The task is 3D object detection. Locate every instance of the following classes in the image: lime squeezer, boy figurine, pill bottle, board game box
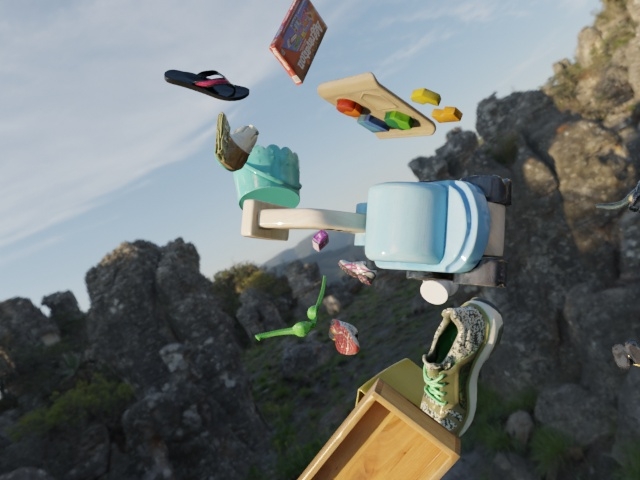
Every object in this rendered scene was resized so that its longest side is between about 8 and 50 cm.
[{"bbox_3d":[-0.052,0.238,1.674,0.110,0.058,0.310,25,55,41],"label":"lime squeezer"},{"bbox_3d":[1.076,0.355,1.697,0.285,0.092,0.177,-1,-27,-27],"label":"boy figurine"},{"bbox_3d":[0.377,0.107,1.623,0.112,0.112,0.186,-28,13,42],"label":"pill bottle"},{"bbox_3d":[-0.061,-0.620,1.619,0.027,0.145,0.281,-8,50,36],"label":"board game box"}]

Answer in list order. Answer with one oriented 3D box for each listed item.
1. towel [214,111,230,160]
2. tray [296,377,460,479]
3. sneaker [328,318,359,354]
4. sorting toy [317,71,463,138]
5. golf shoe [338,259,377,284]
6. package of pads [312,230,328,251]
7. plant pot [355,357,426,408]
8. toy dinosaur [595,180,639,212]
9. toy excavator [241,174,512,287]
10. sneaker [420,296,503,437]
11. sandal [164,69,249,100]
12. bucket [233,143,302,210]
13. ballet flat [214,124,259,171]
[{"bbox_3d":[-0.249,-0.259,1.356,0.027,0.110,0.148,5,-2,-7],"label":"towel"},{"bbox_3d":[0.082,0.506,1.111,0.411,0.203,0.076,-56,-6,18],"label":"tray"},{"bbox_3d":[0.100,0.334,1.862,0.093,0.088,0.225,11,10,-14],"label":"sneaker"},{"bbox_3d":[0.154,-0.297,1.209,0.307,0.229,0.041,11,75,54],"label":"sorting toy"},{"bbox_3d":[0.168,0.126,2.375,0.086,0.186,0.067,-57,-27,-11],"label":"golf shoe"},{"bbox_3d":[0.000,0.000,1.653,0.050,0.032,0.083,-45,-14,-12],"label":"package of pads"},{"bbox_3d":[0.246,0.480,1.573,0.187,0.212,0.212,-42,-26,-26],"label":"plant pot"},{"bbox_3d":[0.793,-0.122,1.285,0.268,0.064,0.118,-47,16,43],"label":"toy dinosaur"},{"bbox_3d":[0.109,-0.037,1.112,0.445,0.222,0.433,8,-5,-32],"label":"toy excavator"},{"bbox_3d":[0.306,0.333,1.350,0.182,0.410,0.158,12,7,-35],"label":"sneaker"},{"bbox_3d":[-0.236,-0.335,1.115,0.067,0.179,0.040,-91,17,-52],"label":"sandal"},{"bbox_3d":[-0.204,-0.228,2.072,0.281,0.183,0.281,-7,-23,-3],"label":"bucket"},{"bbox_3d":[-0.251,-0.312,1.693,0.124,0.116,0.342,-43,12,13],"label":"ballet flat"}]
